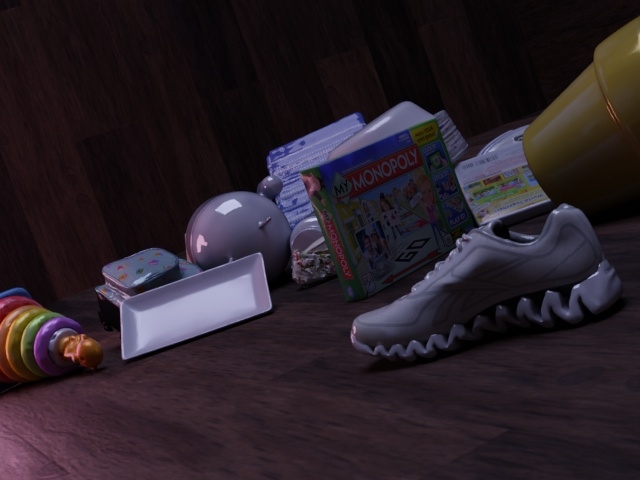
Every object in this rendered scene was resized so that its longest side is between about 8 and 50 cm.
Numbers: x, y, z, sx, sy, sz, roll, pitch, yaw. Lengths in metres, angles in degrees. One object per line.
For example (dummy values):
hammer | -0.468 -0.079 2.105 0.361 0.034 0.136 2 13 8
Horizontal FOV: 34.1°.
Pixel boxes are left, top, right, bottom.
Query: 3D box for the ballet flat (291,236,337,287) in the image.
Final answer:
ballet flat | 0.054 0.012 1.901 0.241 0.077 0.091 -22 11 -21

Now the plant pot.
plant pot | 0.435 -0.154 1.502 0.239 0.254 0.254 -35 -3 32

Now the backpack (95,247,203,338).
backpack | -0.309 0.096 1.958 0.188 0.144 0.166 -17 23 -35

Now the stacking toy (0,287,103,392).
stacking toy | -0.487 0.187 1.867 0.302 0.175 0.166 0 21 40

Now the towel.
towel | 0.017 -0.113 2.245 0.243 0.336 0.040 -24 -40 13

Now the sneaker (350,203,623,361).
sneaker | 0.158 0.046 1.088 0.292 0.118 0.110 -19 8 25

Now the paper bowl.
paper bowl | 0.127 -0.157 1.994 0.284 0.148 0.284 -34 6 4

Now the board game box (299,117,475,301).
board game box | 0.117 -0.056 1.665 0.046 0.213 0.317 -14 9 44

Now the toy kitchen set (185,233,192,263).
toy kitchen set | -0.195 0.030 2.540 0.207 0.122 0.166 7 19 28

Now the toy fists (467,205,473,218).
toy fists | 0.224 -0.067 1.998 0.142 0.096 0.279 -29 7 3

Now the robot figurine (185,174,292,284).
robot figurine | -0.168 0.002 2.117 0.299 0.200 0.353 -63 11 -5

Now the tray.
tray | -0.214 0.119 1.795 0.270 0.030 0.145 -19 44 5

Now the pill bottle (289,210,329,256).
pill bottle | 0.000 0.000 2.035 0.108 0.108 0.193 -19 6 13

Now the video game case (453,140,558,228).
video game case | 0.360 -0.109 1.821 0.227 0.026 0.206 -19 34 4

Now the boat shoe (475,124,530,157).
boat shoe | 0.470 -0.174 1.960 0.367 0.135 0.156 -13 -6 -14
